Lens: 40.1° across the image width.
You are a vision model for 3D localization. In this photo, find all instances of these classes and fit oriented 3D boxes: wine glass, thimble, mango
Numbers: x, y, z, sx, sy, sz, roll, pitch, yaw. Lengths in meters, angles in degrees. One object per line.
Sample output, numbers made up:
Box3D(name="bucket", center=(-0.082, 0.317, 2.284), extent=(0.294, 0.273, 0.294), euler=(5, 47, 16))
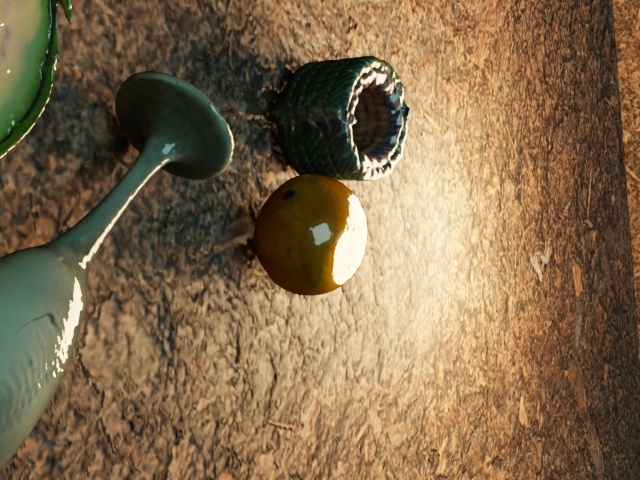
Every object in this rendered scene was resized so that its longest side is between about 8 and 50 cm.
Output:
Box3D(name="wine glass", center=(-0.123, 0.080, 0.590), extent=(0.264, 0.096, 0.309), euler=(54, 45, -28))
Box3D(name="thimble", center=(0.022, -0.117, 0.863), extent=(0.135, 0.090, 0.118), euler=(-50, 130, -46))
Box3D(name="mango", center=(0.000, -0.007, 0.826), extent=(0.165, 0.089, 0.115), euler=(-16, 113, -61))

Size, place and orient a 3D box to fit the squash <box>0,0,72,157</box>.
Box3D(name="squash", center=(-0.222, -0.114, 0.438), extent=(0.170, 0.123, 0.170), euler=(4, 85, -59))
